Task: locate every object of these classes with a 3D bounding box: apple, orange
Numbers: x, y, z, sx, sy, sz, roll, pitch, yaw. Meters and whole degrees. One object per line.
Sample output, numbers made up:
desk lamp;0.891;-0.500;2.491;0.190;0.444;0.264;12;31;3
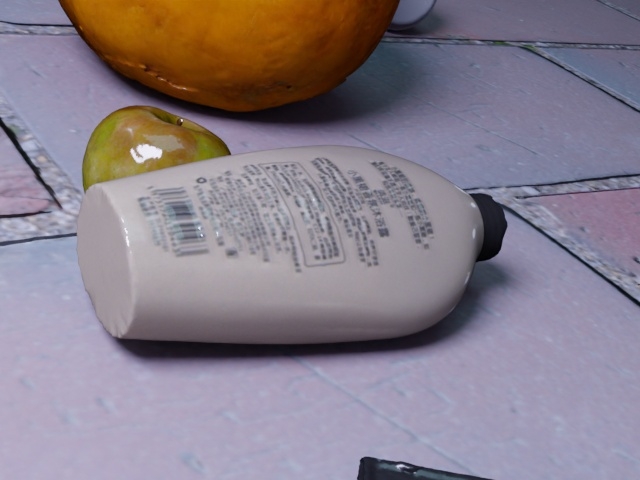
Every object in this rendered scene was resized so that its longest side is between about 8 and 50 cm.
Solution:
apple;-0.095;-0.040;0.621;0.089;0.074;0.089;13;25;-6
orange;-0.073;-0.228;0.830;0.284;0.226;0.284;10;21;-4

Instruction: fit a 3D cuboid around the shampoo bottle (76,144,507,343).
shampoo bottle;0.000;0.000;0.580;0.257;0.078;0.127;-5;53;-33

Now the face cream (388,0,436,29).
face cream;0.079;-0.279;1.146;0.091;0.091;0.095;6;20;-17

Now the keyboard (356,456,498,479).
keyboard;0.136;0.140;0.440;0.250;0.017;0.087;10;29;0
